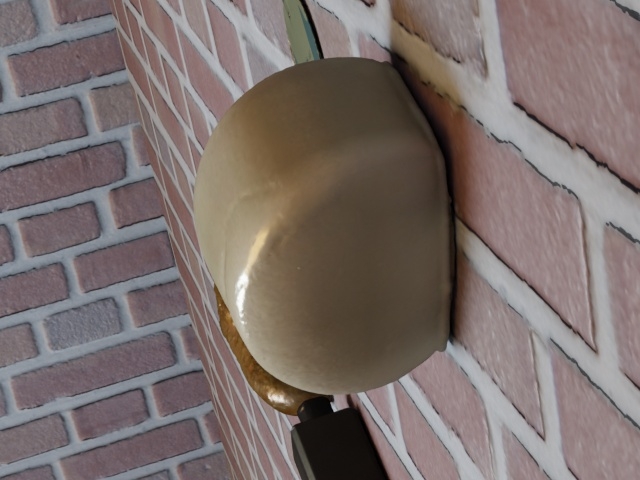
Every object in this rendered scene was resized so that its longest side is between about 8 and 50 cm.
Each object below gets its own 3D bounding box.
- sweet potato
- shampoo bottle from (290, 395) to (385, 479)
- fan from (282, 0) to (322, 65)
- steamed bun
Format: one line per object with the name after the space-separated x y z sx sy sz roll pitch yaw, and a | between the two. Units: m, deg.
-0.078 0.101 1.805 0.114 0.092 0.341 -61 40 40 | sweet potato
0.031 0.277 1.514 0.080 0.079 0.246 87 163 -52 | shampoo bottle
-0.025 -0.199 1.277 0.113 0.005 0.175 105 147 -71 | fan
0.000 0.000 1.025 0.242 0.164 0.146 86 163 -45 | steamed bun
